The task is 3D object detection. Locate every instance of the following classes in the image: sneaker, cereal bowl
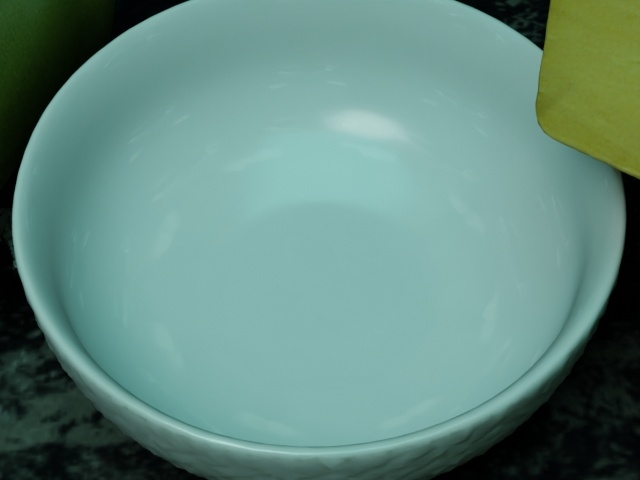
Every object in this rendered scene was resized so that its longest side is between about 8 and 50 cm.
[{"bbox_3d":[-0.201,0.007,0.625,0.083,0.032,0.037,26,58,20],"label":"sneaker"},{"bbox_3d":[0.000,0.000,0.557,0.339,0.141,0.339,-1,54,1],"label":"cereal bowl"}]

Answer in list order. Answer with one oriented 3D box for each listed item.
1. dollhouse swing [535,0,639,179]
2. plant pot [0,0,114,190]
[{"bbox_3d":[0.280,0.047,0.480,0.346,0.305,0.315,13,15,-25],"label":"dollhouse swing"},{"bbox_3d":[-0.319,-0.119,0.555,0.366,0.366,0.353,22,45,17],"label":"plant pot"}]
